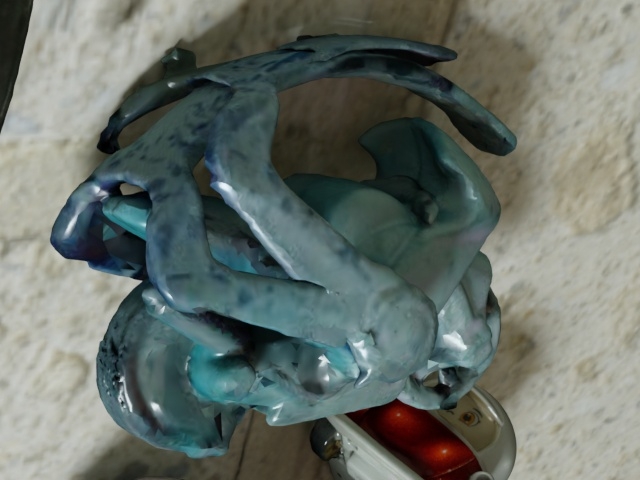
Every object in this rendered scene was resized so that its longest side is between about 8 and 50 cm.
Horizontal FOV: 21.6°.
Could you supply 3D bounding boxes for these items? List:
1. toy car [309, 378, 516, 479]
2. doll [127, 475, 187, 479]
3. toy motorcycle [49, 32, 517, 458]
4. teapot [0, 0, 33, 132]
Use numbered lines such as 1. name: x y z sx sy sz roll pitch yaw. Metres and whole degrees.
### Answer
1. toy car: 0.069 0.139 1.032 0.112 0.112 0.139 -39 149 -23
2. doll: -0.116 0.266 0.987 0.151 0.151 0.287 -6 134 -30
3. toy motorcycle: 0.000 0.000 0.847 0.260 0.154 0.206 -6 104 -39
4. teapot: -0.262 -0.028 0.574 0.239 0.239 0.322 21 98 -28
